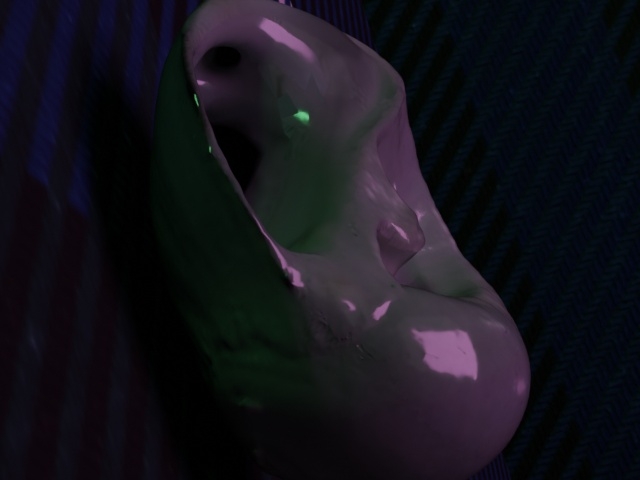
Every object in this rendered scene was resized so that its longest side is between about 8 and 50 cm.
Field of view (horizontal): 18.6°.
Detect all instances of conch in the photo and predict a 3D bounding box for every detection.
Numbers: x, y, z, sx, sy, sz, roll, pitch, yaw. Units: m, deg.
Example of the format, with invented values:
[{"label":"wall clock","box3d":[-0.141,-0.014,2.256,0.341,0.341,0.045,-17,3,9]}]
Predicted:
[{"label":"conch","box3d":[-0.004,0.004,0.782,0.185,0.121,0.221,51,14,-58]}]
